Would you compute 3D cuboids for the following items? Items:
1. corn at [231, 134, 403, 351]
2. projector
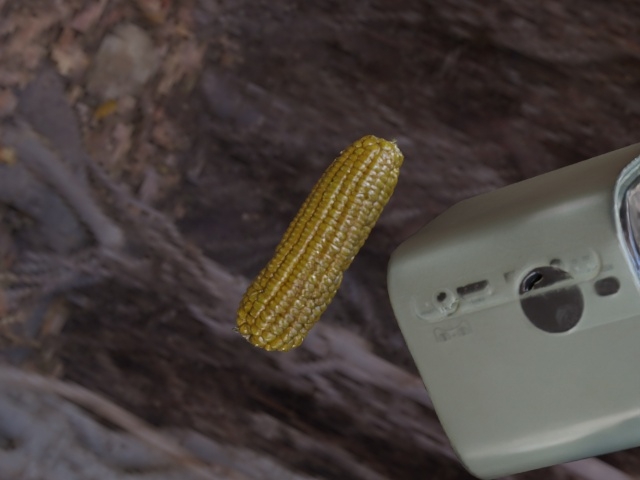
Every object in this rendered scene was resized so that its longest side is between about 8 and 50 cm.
[{"bbox_3d":[0.001,0.001,1.966,0.313,0.102,0.102,-60,171,3],"label":"corn"},{"bbox_3d":[0.247,0.063,1.500,0.249,0.248,0.248,-19,-172,34],"label":"projector"}]
